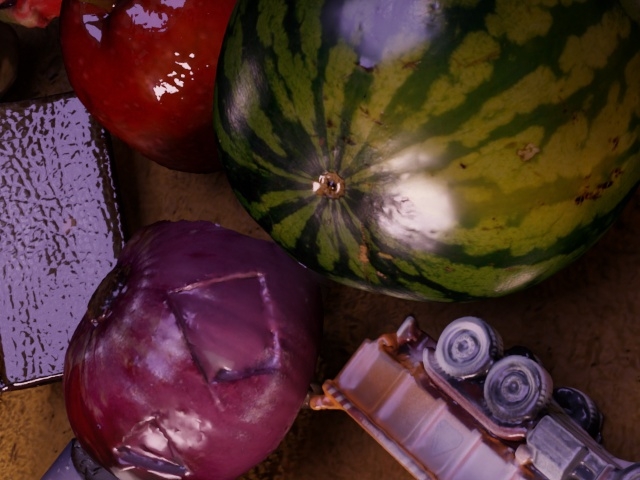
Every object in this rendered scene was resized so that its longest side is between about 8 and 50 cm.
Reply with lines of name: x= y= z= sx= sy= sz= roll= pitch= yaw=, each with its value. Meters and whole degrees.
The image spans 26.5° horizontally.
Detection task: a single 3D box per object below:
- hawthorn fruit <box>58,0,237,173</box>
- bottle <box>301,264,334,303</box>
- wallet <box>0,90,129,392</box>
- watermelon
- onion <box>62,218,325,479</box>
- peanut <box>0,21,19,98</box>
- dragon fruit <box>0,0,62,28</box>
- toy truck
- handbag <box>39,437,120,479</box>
hawthorn fruit: x=-0.103 y=-0.164 z=1.033 sx=0.230 sy=0.266 sz=0.210 roll=-19 pitch=81 yaw=29
bottle: x=0.000 y=0.000 z=1.031 sx=0.045 sy=0.045 sz=0.096 roll=19 pitch=84 yaw=36
wallet: x=-0.223 y=-0.005 z=1.132 sx=0.133 sy=0.039 sz=0.243 roll=-14 pitch=76 yaw=0
watermelon: x=0.078 y=-0.100 z=0.874 sx=0.285 sy=0.285 sz=0.285 roll=-12 pitch=65 yaw=28
onion: x=-0.097 y=0.091 z=0.964 sx=0.207 sy=0.200 sz=0.200 roll=13 pitch=79 yaw=38
peanut: x=-0.421 y=-0.158 z=1.298 sx=0.291 sy=0.159 sz=0.143 roll=-13 pitch=96 yaw=16
dragon fruit: x=-0.221 y=-0.311 z=1.177 sx=0.302 sy=0.231 sz=0.237 roll=-48 pitch=49 yaw=12
toy truck: x=0.126 y=0.151 z=0.848 sx=0.270 sy=0.114 sz=0.135 roll=40 pitch=95 yaw=38
handbag: x=-0.177 y=0.228 z=1.031 sx=0.117 sy=0.095 sz=0.173 roll=45 pitch=106 yaw=30
